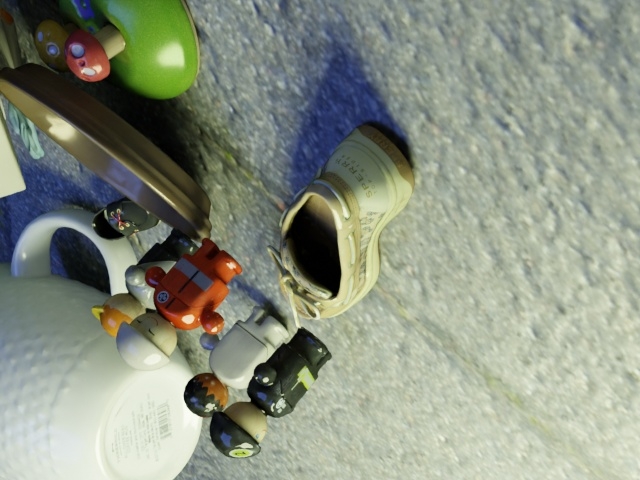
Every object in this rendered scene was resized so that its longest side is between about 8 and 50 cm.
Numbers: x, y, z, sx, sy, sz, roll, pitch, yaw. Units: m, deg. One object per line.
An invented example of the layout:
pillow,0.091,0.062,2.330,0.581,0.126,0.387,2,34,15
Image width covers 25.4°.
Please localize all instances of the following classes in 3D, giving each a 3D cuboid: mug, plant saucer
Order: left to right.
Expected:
mug,-0.313,0.145,1.775,0.328,0.276,0.374,15,104,41
plant saucer,-0.217,-0.094,1.460,0.278,0.041,0.278,36,172,5

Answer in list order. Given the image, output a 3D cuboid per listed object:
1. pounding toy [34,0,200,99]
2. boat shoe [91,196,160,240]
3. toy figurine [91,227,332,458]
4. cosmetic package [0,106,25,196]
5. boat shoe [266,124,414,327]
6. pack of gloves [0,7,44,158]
pounding toy,-0.232,-0.219,1.370,0.237,0.110,0.183,51,151,2
boat shoe,-0.223,-0.026,1.644,0.133,0.042,0.049,-14,108,58
toy figurine,-0.119,0.104,1.456,0.213,0.148,0.209,45,170,-21
cosmetic package,-0.402,-0.153,1.503,0.309,0.113,0.160,108,142,-73
boat shoe,0.000,0.000,1.297,0.104,0.089,0.285,43,151,15
pack of gloves,-0.363,-0.220,1.648,0.195,0.046,0.232,50,155,35
